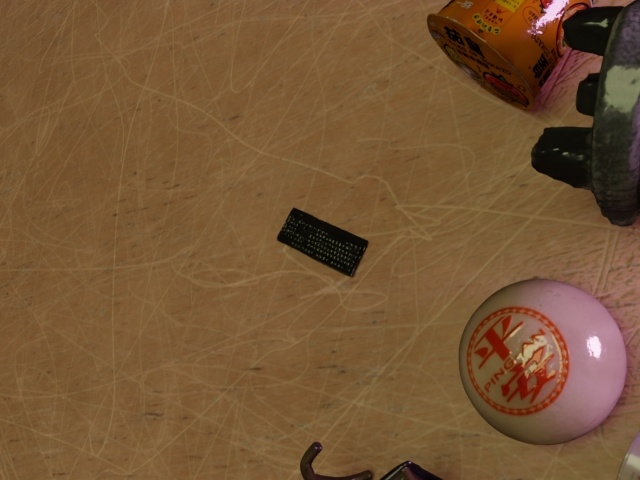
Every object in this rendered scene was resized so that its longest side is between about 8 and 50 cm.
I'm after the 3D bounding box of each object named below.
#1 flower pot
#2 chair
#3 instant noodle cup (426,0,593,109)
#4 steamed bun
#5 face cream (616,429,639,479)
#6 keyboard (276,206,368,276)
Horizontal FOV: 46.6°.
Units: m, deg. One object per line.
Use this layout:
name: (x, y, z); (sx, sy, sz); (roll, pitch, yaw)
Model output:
flower pot: (0.438, -0.149, 0.937); (0.283, 0.299, 0.298); (13, 85, 29)
chair: (0.102, 0.393, 1.061); (0.166, 0.188, 0.272); (-42, 49, 5)
instant noodle cup: (0.295, -0.332, 1.136); (0.172, 0.216, 0.216); (-49, 54, 3)
steamed bun: (0.293, 0.163, 1.023); (0.232, 0.145, 0.231); (-11, 70, 33)
face cream: (0.474, 0.309, 0.879); (0.214, 0.096, 0.095); (23, 91, 38)
keyboard: (-0.001, 0.000, 1.368); (0.197, 0.015, 0.074); (26, 93, 38)
